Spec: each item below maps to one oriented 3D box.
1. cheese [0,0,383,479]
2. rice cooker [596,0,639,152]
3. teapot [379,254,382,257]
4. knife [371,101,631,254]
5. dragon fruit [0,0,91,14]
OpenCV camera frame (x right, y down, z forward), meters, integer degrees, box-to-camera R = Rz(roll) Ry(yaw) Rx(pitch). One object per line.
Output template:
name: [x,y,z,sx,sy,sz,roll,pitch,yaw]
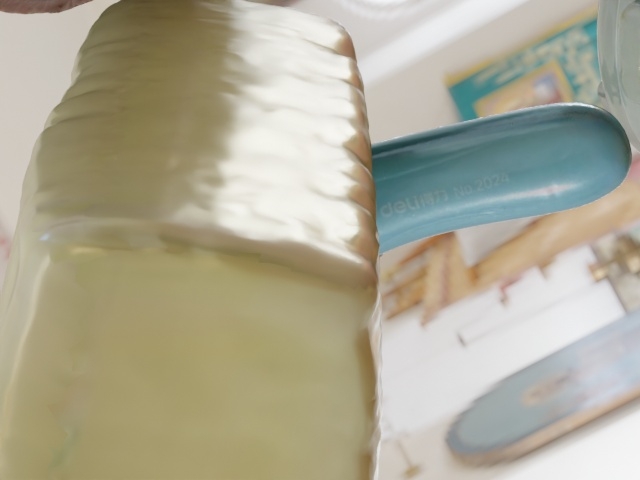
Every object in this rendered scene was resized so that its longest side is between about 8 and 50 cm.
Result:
cheese: [-0.046,0.060,0.620,0.265,0.124,0.242,-92,2,-68]
rice cooker: [0.303,-0.127,1.028,0.227,0.241,0.280,22,122,44]
teapot: [0.003,0.009,1.190,0.116,0.148,0.146,61,148,17]
knife: [0.030,-0.014,0.792,0.031,0.222,0.064,-82,-26,-69]
dragon fruit: [-0.086,-0.218,0.720,0.130,0.295,0.268,25,161,23]
